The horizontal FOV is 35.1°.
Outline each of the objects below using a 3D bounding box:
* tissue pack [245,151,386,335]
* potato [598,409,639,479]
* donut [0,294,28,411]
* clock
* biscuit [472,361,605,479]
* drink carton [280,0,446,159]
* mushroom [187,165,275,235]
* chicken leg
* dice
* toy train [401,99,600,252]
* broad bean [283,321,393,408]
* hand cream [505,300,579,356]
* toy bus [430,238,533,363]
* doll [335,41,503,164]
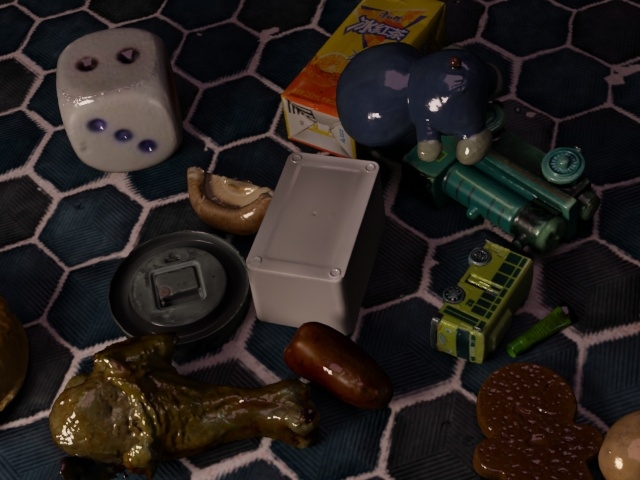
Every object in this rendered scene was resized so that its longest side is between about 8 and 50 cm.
[{"bbox_3d":[-0.001,0.000,1.569,0.159,0.136,0.246,9,52,15],"label":"tissue pack"},{"bbox_3d":[0.426,0.270,1.304,0.147,0.112,0.112,-24,51,-19],"label":"potato"},{"bbox_3d":[-0.611,0.170,1.498,0.329,0.160,0.330,-5,42,4],"label":"donut"},{"bbox_3d":[-0.219,0.083,1.588,0.225,0.049,0.226,-4,49,4],"label":"clock"},{"bbox_3d":[0.291,0.268,1.369,0.179,0.039,0.236,-9,49,3],"label":"biscuit"},{"bbox_3d":[0.086,-0.311,1.834,0.154,0.111,0.351,22,55,23],"label":"drink carton"},{"bbox_3d":[-0.152,-0.061,1.680,0.209,0.072,0.094,17,58,35],"label":"mushroom"},{"bbox_3d":[-0.197,0.221,1.421,0.360,0.140,0.212,-9,70,-13],"label":"chicken leg"},{"bbox_3d":[-0.352,-0.249,1.788,0.191,0.193,0.194,-9,51,-1],"label":"dice"},{"bbox_3d":[0.291,-0.096,1.626,0.194,0.120,0.298,-43,57,-16],"label":"toy train"},{"bbox_3d":[0.029,0.182,1.429,0.165,0.114,0.084,33,104,32],"label":"broad bean"},{"bbox_3d":[0.326,0.132,1.486,0.122,0.023,0.036,-30,73,-18],"label":"hand cream"},{"bbox_3d":[0.239,0.093,1.489,0.101,0.088,0.175,24,56,23],"label":"toy bus"},{"bbox_3d":[0.149,-0.227,1.614,0.258,0.154,0.228,-1,58,30],"label":"doll"}]
